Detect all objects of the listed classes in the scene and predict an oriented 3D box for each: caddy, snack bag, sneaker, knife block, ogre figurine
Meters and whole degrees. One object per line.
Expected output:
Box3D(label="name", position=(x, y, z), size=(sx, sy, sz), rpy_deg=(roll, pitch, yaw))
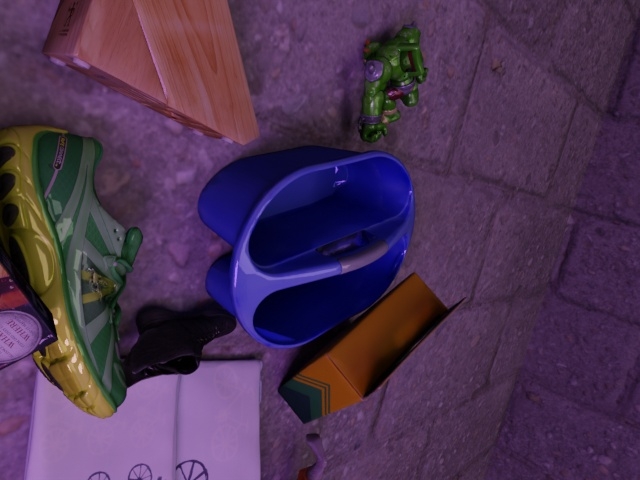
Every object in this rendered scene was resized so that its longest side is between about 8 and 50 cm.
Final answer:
Box3D(label="caddy", position=(0.000, 0.000, 0.643), size=(0.341, 0.179, 0.242), rpy_deg=(-21, 121, -40))
Box3D(label="snack bag", position=(-0.183, 0.308, 0.571), size=(0.342, 0.037, 0.324), rpy_deg=(19, 61, -50))
Box3D(label="sneaker", position=(-0.167, 0.131, 0.583), size=(0.170, 0.089, 0.051), rpy_deg=(12, 125, -46))
Box3D(label="knife block", position=(-0.143, -0.252, 0.445), size=(0.275, 0.088, 0.242), rpy_deg=(22, 91, -49))
Box3D(label="sneaker", position=(-0.223, 0.038, 0.454), size=(0.123, 0.109, 0.296), rpy_deg=(-22, 113, -46))
Box3D(label="ogre figurine", position=(0.116, -0.253, 0.722), size=(0.197, 0.097, 0.118), rpy_deg=(-34, 142, -18))

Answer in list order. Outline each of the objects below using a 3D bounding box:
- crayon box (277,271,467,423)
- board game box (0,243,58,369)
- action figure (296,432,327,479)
Box3D(label="crayon box", position=(0.065, 0.170, 0.728), size=(0.202, 0.081, 0.318), rpy_deg=(-35, 170, -32))
Box3D(label="board game box", position=(-0.298, 0.009, 0.272), size=(0.165, 0.042, 0.244), rpy_deg=(-29, 129, -21))
Box3D(label="action figure", position=(-0.078, 0.557, 0.813), size=(0.341, 0.178, 0.331), rpy_deg=(-29, 117, -39))
